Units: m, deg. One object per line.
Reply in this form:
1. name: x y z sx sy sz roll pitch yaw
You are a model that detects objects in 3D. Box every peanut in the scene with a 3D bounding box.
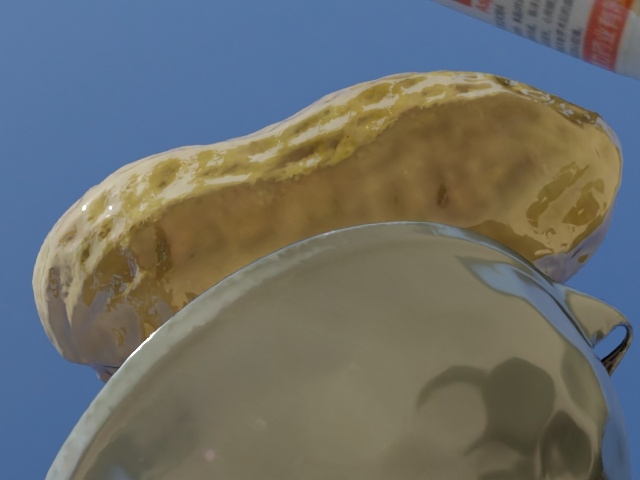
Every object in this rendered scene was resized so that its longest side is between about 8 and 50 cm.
1. peanut: 0.000 0.000 0.801 0.313 0.149 0.149 -18 -108 10

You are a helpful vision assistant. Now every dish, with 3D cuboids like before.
1. dish: 0.031 0.138 0.632 0.303 0.303 0.120 -6 -149 -31

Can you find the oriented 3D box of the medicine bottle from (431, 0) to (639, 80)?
1. medicine bottle: 0.121 -0.205 0.990 0.252 0.144 0.144 25 -127 16
